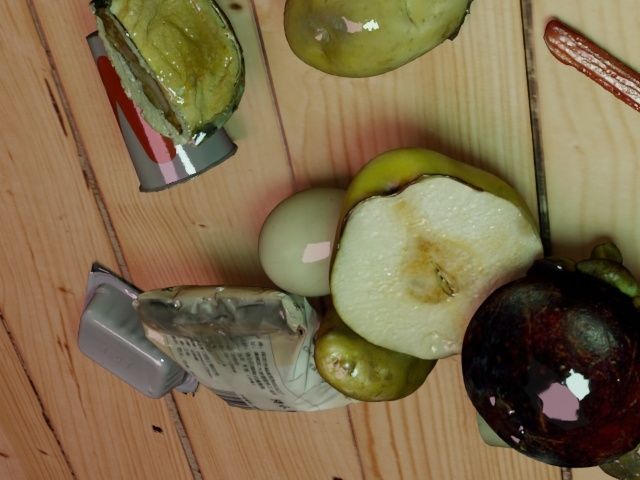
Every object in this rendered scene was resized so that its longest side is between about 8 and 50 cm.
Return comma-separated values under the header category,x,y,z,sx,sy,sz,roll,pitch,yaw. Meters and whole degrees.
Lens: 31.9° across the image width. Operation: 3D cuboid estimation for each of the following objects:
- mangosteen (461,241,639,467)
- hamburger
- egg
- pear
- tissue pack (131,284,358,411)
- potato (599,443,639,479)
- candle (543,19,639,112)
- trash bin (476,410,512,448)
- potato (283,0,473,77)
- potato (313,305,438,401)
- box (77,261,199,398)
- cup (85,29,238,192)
category,x,y,z,sx,sy,sz,roll,pitch,yaw
mangosteen,0.372,0.181,1.664,0.330,0.330,0.330,20,135,21
hamburger,-0.231,-0.323,1.843,0.309,0.211,0.132,57,154,-11
egg,0.000,0.000,1.970,0.253,0.188,0.188,-24,109,48
pear,0.171,-0.001,1.803,0.340,0.191,0.386,-20,127,9
tissue pack,-0.128,0.207,2.182,0.390,0.195,0.375,2,154,31
potato,0.579,0.350,1.913,0.251,0.113,0.149,-14,118,43
candle,0.449,-0.204,1.575,0.329,0.048,0.051,36,125,6
trash bin,0.387,0.246,1.917,0.247,0.121,0.243,-4,94,42
potato,0.058,-0.335,1.624,0.285,0.242,0.242,12,132,32
potato,0.097,0.182,1.960,0.176,0.369,0.195,-10,94,23
box,-0.428,0.238,2.557,0.336,0.106,0.264,31,138,9
cup,-0.293,-0.253,1.982,0.203,0.203,0.288,-7,115,40
